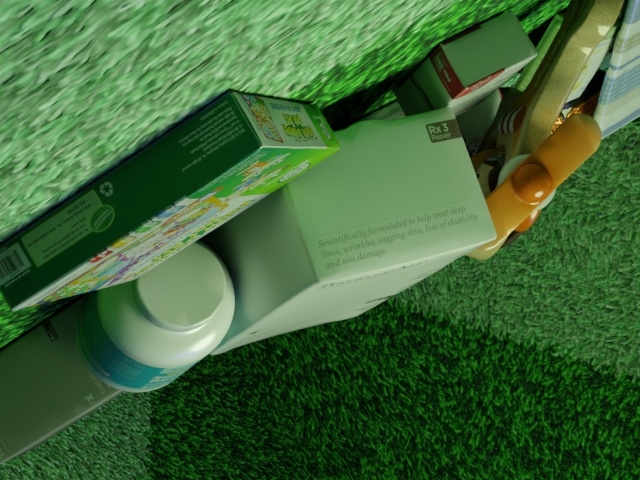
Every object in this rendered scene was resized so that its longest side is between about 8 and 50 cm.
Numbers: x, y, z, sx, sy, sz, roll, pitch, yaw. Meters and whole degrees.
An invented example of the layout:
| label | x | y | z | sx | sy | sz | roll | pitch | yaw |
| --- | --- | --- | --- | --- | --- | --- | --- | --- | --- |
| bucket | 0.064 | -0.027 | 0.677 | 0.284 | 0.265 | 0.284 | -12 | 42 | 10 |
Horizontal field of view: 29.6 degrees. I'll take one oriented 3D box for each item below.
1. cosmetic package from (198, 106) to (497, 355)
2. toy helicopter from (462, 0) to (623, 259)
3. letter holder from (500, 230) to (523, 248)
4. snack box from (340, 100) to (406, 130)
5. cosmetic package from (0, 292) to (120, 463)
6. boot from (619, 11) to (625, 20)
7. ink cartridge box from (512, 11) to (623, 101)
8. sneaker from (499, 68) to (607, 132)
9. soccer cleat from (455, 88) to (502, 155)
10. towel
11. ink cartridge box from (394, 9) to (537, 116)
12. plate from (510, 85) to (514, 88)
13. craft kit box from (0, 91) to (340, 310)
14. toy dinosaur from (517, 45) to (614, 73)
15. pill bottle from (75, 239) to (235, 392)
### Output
| label | x | y | z | sx | sy | sz | roll | pitch | yaw |
| --- | --- | --- | --- | --- | --- | --- | --- | --- | --- |
| cosmetic package | 0.000 | 0.000 | 1.344 | 0.217 | 0.156 | 0.385 | -14 | 171 | -22 |
| toy helicopter | 0.233 | -0.130 | 1.331 | 0.235 | 0.140 | 0.355 | -81 | -165 | -62 |
| letter holder | 0.191 | -0.053 | 1.946 | 0.152 | 0.214 | 0.302 | -30 | 176 | -16 |
| snack box | 0.070 | -0.127 | 1.422 | 0.141 | 0.037 | 0.100 | -29 | 177 | -27 |
| cosmetic package | -0.327 | 0.167 | 1.522 | 0.238 | 0.127 | 0.107 | -34 | 176 | 16 |
| boot | 0.487 | -0.342 | 1.774 | 0.121 | 0.045 | 0.099 | -38 | 177 | 7 |
| ink cartridge box | 0.290 | -0.190 | 1.574 | 0.171 | 0.056 | 0.235 | -26 | 149 | -57 |
| sneaker | 0.286 | -0.196 | 1.745 | 0.262 | 0.099 | 0.121 | -20 | -148 | 5 |
| soccer cleat | 0.101 | -0.084 | 1.550 | 0.143 | 0.116 | 0.331 | 2 | 141 | -39 |
| towel | 0.454 | -0.273 | 1.623 | 0.209 | 0.034 | 0.285 | -32 | 149 | -23 |
| ink cartridge box | 0.149 | -0.175 | 1.275 | 0.099 | 0.056 | 0.135 | -28 | 175 | -23 |
| plate | 0.336 | -0.229 | 2.068 | 0.278 | 0.045 | 0.277 | -30 | 176 | -3 |
| craft kit box | -0.124 | -0.036 | 1.038 | 0.250 | 0.061 | 0.246 | -32 | 179 | 15 |
| toy dinosaur | 0.360 | -0.261 | 1.718 | 0.112 | 0.064 | 0.211 | -32 | 175 | 38 |
| pill bottle | -0.180 | 0.077 | 1.326 | 0.146 | 0.146 | 0.264 | -29 | 176 | -24 |
